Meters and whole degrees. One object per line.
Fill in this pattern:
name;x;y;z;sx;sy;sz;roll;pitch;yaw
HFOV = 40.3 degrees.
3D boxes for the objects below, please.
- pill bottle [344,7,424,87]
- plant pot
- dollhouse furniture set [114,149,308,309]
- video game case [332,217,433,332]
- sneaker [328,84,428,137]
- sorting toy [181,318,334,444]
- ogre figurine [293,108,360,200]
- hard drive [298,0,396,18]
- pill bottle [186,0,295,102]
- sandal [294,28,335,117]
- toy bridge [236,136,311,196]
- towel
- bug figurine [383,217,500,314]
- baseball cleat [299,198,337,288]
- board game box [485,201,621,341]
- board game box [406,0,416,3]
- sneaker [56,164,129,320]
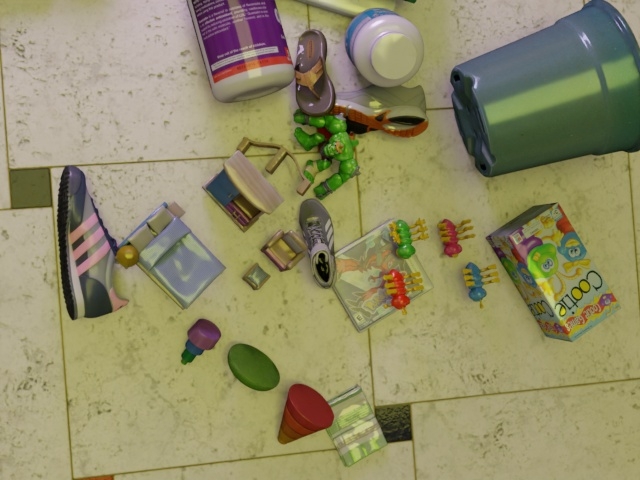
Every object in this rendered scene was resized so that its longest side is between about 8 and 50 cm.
pill bottle;0.134;-0.403;1.826;0.146;0.264;0.146;-2;110;-5
plant pot;0.477;-0.302;1.881;0.334;0.341;0.341;-19;92;-2
dollhouse furniture set;-0.216;0.021;1.773;0.286;0.198;0.303;47;69;-6
video game case;0.126;0.078;1.951;0.201;0.023;0.183;-31;94;-9
sneaker;0.109;-0.304;1.933;0.262;0.099;0.121;7;61;-1
sorting toy;-0.151;0.321;1.874;0.365;0.127;0.126;36;111;-3
ogre figurine;0.016;-0.198;1.895;0.118;0.097;0.197;-14;77;25
hard drive;0.031;-0.613;1.938;0.307;0.040;0.203;15;86;-9
pill bottle;-0.177;-0.463;1.828;0.181;0.181;0.323;-16;92;-10
sandal;-0.019;-0.366;1.878;0.090;0.060;0.219;-8;70;20
toy bridge;-0.094;-0.173;1.884;0.188;0.026;0.063;36;82;14
towel;0.071;0.412;1.936;0.113;0.023;0.152;-27;94;-9
bug figurine;0.250;0.053;1.930;0.279;0.072;0.216;-3;76;-19
baseball cleat;0.000;0.000;1.872;0.072;0.109;0.206;-15;80;-1
board game box;0.520;0.070;1.959;0.144;0.142;0.275;-33;94;-9
board game box;0.141;-0.697;1.920;0.213;0.046;0.317;15;73;-9
sneaker;-0.474;0.001;1.820;0.131;0.112;0.319;-5;92;-27
